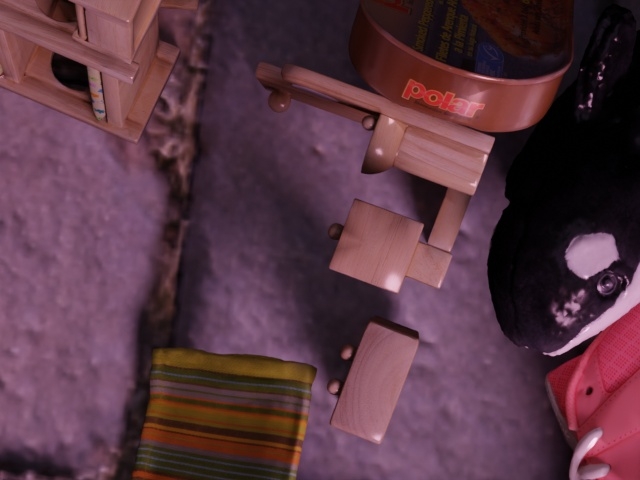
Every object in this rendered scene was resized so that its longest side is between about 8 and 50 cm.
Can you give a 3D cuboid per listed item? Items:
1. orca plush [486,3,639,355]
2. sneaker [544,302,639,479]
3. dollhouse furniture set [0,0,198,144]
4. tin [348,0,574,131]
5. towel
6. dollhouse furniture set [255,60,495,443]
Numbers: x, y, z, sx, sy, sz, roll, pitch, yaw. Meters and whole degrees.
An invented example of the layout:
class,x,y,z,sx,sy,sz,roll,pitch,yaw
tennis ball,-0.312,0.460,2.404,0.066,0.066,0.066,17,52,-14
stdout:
class,x,y,z,sx,sy,sz,roll,pitch,yaw
orca plush,0.176,-0.075,0.754,0.287,0.102,0.151,-36,40,-13
sneaker,0.168,0.118,0.749,0.136,0.116,0.313,15,65,10
dollhouse furniture set,-0.104,-0.160,0.737,0.101,0.182,0.160,23,76,0
tin,0.071,-0.114,0.766,0.106,0.040,0.189,21,34,-3
towel,-0.065,0.167,0.714,0.021,0.102,0.237,26,70,-46
dollhouse furniture set,0.000,0.000,0.745,0.123,0.144,0.151,21,90,4
